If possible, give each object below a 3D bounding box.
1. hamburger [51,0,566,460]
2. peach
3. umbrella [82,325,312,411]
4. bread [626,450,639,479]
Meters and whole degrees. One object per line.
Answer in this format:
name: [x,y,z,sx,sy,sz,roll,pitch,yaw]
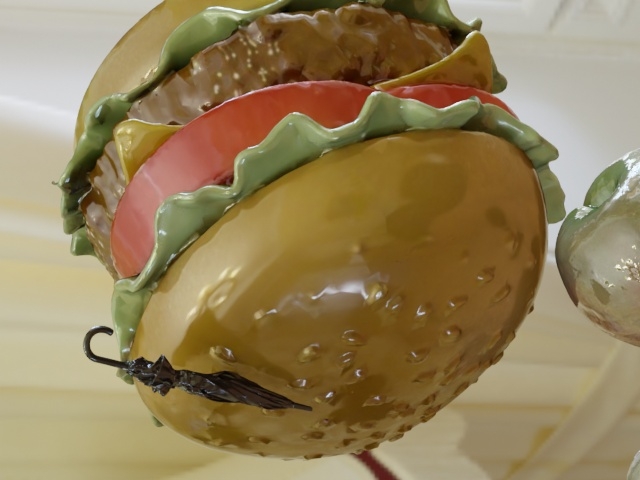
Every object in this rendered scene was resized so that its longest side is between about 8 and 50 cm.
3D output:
hamburger: [0.000,0.000,0.704,0.274,0.274,0.212,105,149,-47]
peach: [0.132,0.005,0.490,0.083,0.083,0.083,-179,90,-77]
umbrella: [-0.055,0.067,0.591,0.013,0.122,0.022,-5,65,59]
bread: [0.338,0.164,0.956,0.102,0.183,0.337,-112,40,-54]
